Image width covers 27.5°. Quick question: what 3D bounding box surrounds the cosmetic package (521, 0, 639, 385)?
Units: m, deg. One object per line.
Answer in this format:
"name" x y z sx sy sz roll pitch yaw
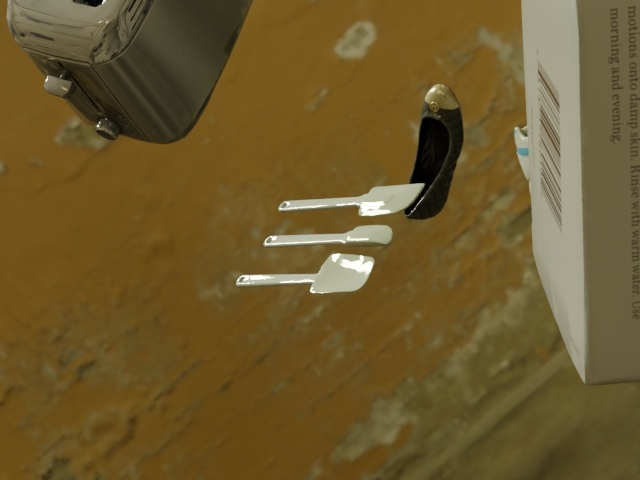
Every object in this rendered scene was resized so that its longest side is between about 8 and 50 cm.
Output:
"cosmetic package" 0.287 -0.063 0.602 0.365 0.197 0.155 -5 24 1

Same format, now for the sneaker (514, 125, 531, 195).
"sneaker" 0.313 -0.123 1.508 0.087 0.092 0.228 -22 -1 -41

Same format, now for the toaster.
"toaster" -0.137 -0.196 0.996 0.227 0.129 0.146 -66 -25 -11

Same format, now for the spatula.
"spatula" 0.000 0.000 1.547 0.242 0.019 0.168 -2 50 47

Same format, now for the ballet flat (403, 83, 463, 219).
"ballet flat" 0.133 -0.101 1.550 0.049 0.057 0.173 -21 -54 -42
